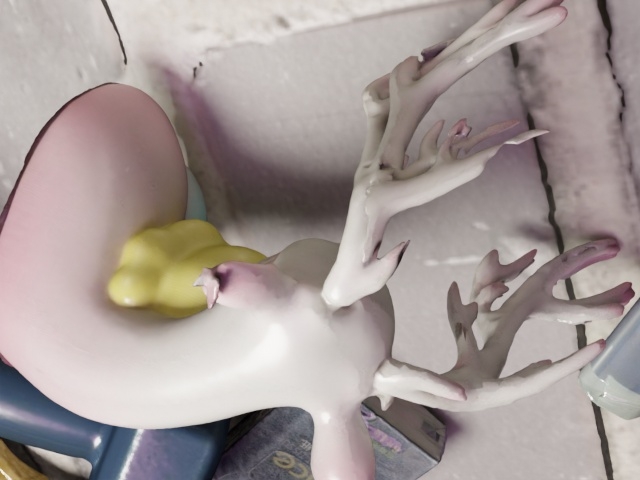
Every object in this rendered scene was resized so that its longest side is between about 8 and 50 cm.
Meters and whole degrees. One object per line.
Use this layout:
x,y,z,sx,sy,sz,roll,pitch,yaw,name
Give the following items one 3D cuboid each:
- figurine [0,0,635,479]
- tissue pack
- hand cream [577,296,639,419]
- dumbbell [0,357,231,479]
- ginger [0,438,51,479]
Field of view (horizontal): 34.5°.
-0.006,-0.008,0.571,0.315,0.284,0.206,20,140,37,figurine
0.003,0.155,0.763,0.112,0.051,0.156,39,125,-9,tissue pack
0.232,0.007,0.580,0.048,0.079,0.255,54,134,32,hand cream
-0.223,0.102,0.709,0.316,0.144,0.156,21,156,-10,dumbbell
-0.179,0.257,0.882,0.333,0.081,0.148,28,142,2,ginger
